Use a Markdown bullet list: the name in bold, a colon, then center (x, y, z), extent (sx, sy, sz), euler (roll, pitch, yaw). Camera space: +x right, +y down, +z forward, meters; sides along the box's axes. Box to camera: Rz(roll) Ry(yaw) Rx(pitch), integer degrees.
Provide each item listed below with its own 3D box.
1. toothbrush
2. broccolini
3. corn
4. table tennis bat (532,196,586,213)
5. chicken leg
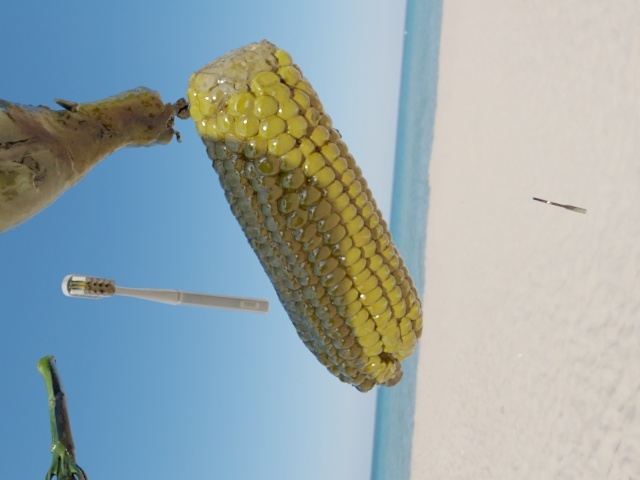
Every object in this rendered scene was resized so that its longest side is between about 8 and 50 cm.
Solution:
- **toothbrush**: center (-0.160, 0.070, 0.629), extent (0.342, 0.030, 0.025), euler (23, -112, -62)
- **broccolini**: center (-0.266, 0.207, 0.516), extent (0.239, 0.054, 0.051), euler (51, 173, 40)
- **corn**: center (0.000, 0.000, 0.423), extent (0.322, 0.119, 0.119), euler (60, -156, -26)
- **table tennis bat**: center (0.334, -0.049, 0.709), extent (0.050, 0.083, 0.007), euler (-135, 57, -70)
- **chicken leg**: center (-0.369, -0.120, 0.696), extent (0.429, 0.152, 0.201), euler (-32, -37, -36)
